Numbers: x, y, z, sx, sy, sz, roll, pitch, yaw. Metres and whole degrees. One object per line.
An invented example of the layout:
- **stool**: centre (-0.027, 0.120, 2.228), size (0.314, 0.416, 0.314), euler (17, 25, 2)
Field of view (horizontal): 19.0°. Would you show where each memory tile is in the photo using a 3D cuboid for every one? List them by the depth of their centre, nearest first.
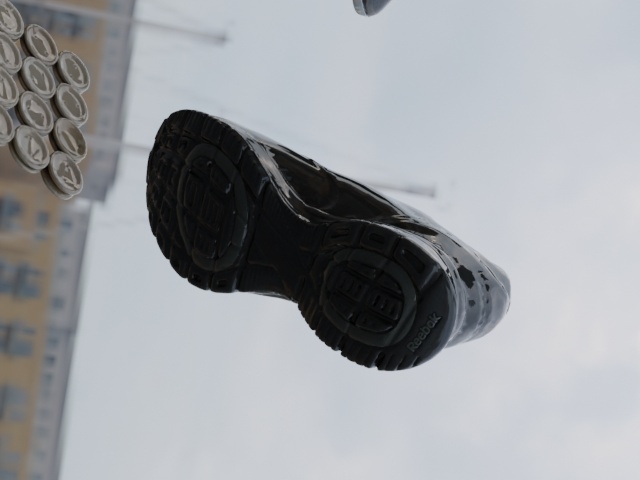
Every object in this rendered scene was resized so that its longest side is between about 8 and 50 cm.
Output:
- **memory tile**: centre (-0.221, -0.110, 1.466), size (0.012, 0.113, 0.148), euler (-29, -137, 27)

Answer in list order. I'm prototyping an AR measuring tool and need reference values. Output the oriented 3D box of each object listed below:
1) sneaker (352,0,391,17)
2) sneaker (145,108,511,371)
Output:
- **sneaker**: centre (0.086, -0.241, 1.540), size (0.158, 0.065, 0.061), euler (-54, 158, 1)
- **sneaker**: centre (0.000, 0.000, 1.253), size (0.286, 0.130, 0.109), euler (34, -69, 32)
